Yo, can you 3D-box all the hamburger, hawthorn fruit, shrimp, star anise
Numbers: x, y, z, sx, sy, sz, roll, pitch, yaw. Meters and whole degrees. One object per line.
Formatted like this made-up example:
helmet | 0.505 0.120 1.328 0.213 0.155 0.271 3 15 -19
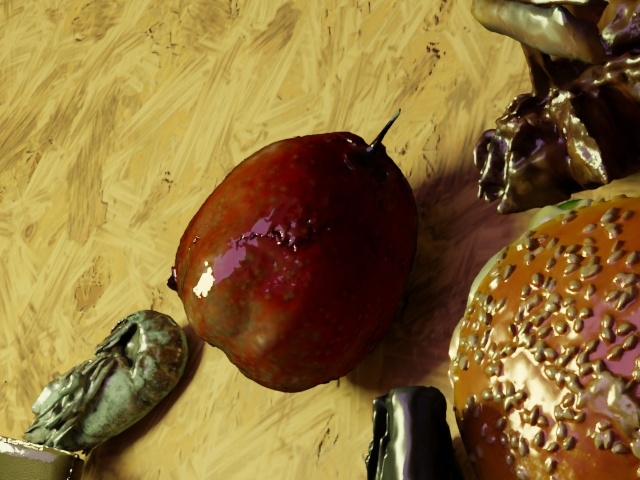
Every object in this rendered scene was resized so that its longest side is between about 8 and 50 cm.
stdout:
hamburger | 0.176 0.081 1.142 0.237 0.147 0.236 -36 39 37
hawthorn fruit | 0.000 0.000 1.408 0.235 0.181 0.181 -49 37 18
shrimp | -0.209 0.145 1.633 0.233 0.090 0.079 -38 67 11
star anise | 0.182 -0.109 1.207 0.237 0.346 0.148 -29 83 15

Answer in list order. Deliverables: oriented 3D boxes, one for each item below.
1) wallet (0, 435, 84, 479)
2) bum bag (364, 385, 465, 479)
wallet | -0.264 0.268 1.602 0.110 0.031 0.198 10 92 22
bum bag | 0.064 0.163 1.214 0.060 0.248 0.123 2 80 10
